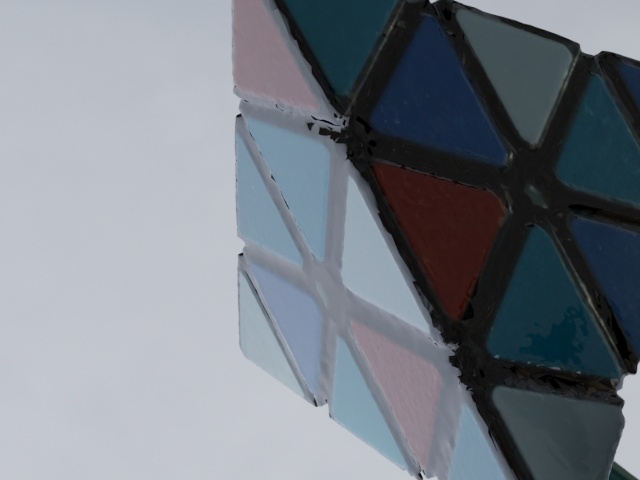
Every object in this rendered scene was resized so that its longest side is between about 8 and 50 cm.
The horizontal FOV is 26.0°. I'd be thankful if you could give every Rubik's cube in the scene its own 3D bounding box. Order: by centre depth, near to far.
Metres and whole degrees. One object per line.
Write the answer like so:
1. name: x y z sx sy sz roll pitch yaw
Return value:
1. Rubik's cube: 0.000 0.000 0.655 0.250 0.234 0.284 36 -127 -18

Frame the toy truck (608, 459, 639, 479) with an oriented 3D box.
1. toy truck: 0.205 0.290 1.220 0.114 0.253 0.124 38 -147 19
